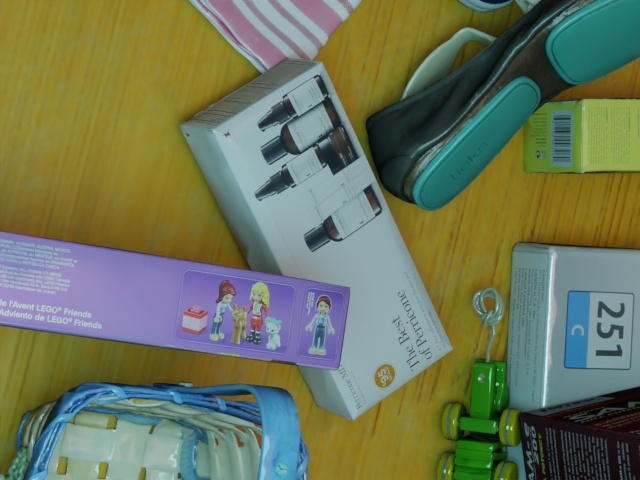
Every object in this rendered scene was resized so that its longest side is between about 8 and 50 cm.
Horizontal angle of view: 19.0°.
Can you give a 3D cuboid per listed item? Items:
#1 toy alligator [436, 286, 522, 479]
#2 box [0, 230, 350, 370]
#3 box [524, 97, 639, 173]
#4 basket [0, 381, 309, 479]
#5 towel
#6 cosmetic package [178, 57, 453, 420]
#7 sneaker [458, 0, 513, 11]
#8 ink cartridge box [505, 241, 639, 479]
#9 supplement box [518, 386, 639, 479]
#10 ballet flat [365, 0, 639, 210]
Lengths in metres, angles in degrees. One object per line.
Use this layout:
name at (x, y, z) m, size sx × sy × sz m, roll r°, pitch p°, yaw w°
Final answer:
toy alligator at (0.125, 0.130, 1.431) m, size 0.051 × 0.056 × 0.190 m, roll 12°, pitch 83°, yaw -68°
box at (-0.156, 0.030, 1.204) m, size 0.293 × 0.201 × 0.057 m, roll 10°, pitch 87°, yaw -26°
box at (0.277, -0.080, 1.476) m, size 0.232 × 0.087 × 0.058 m, roll -1°, pitch 92°, yaw -27°
basket at (-0.098, 0.212, 1.187) m, size 0.201 × 0.289 × 0.255 m, roll 10°, pitch 84°, yaw -31°
towel at (-0.013, -0.224, 1.361) m, size 0.144 × 0.029 × 0.197 m, roll 45°, pitch 73°, yaw -21°
cosmetic package at (0.000, 0.000, 1.345) m, size 0.099 × 0.060 × 0.239 m, roll -33°, pitch 112°, yaw -19°
sneaker at (0.190, -0.298, 1.389) m, size 0.099 × 0.153 × 0.282 m, roll 33°, pitch 78°, yaw -23°
ink cartridge box at (0.266, 0.154, 1.490) m, size 0.261 × 0.066 × 0.296 m, roll 3°, pitch 91°, yaw -25°
supplement box at (0.252, 0.151, 1.314) m, size 0.130 × 0.239 × 0.073 m, roll -10°, pitch 94°, yaw -23°
ballet flat at (0.146, -0.138, 1.373) m, size 0.280 × 0.096 × 0.095 m, roll -36°, pitch 148°, yaw 0°
